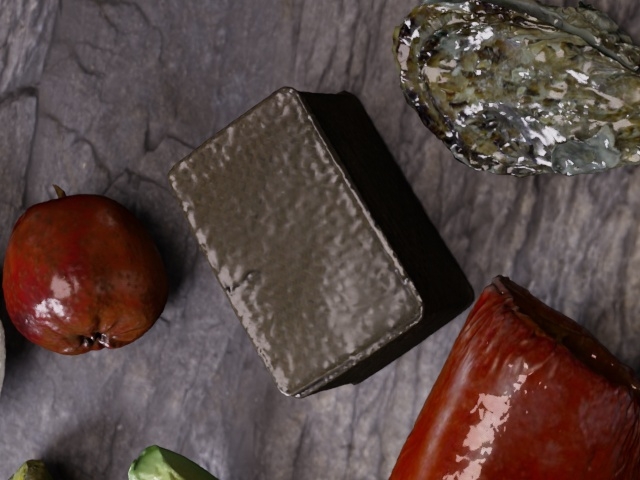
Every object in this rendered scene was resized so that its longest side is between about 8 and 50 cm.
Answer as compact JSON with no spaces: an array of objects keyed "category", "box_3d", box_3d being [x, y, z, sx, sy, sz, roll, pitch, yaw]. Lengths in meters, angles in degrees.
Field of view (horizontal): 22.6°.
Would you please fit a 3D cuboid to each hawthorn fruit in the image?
[{"category":"hawthorn fruit","box_3d":[-0.261,0.023,1.746,0.179,0.179,0.200,-29,59,24]}]

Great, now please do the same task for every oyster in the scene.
[{"category":"oyster","box_3d":[0.233,-0.142,1.514,0.350,0.158,0.162,14,140,18]}]

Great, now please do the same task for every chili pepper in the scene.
[{"category":"chili pepper","box_3d":[0.198,0.217,1.480,0.251,0.229,0.305,22,97,-19]}]

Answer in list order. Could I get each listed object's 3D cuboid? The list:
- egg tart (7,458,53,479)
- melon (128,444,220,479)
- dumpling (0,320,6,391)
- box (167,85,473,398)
[{"category":"egg tart","box_3d":[-0.348,0.339,1.802,0.078,0.197,0.197,35,109,-11]},{"category":"melon","box_3d":[-0.094,0.362,1.668,0.196,0.124,0.323,-27,67,-17]},{"category":"dumpling","box_3d":[-0.471,0.129,1.873,0.293,0.163,0.204,-39,109,21]},{"category":"box","box_3d":[-0.001,0.000,1.623,0.184,0.143,0.273,-35,77,23]}]
